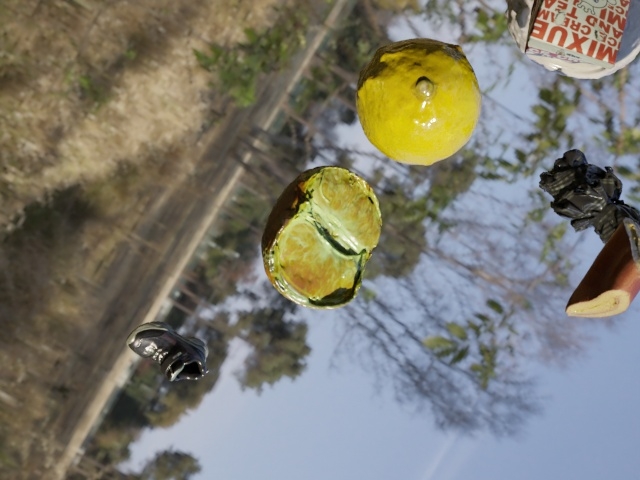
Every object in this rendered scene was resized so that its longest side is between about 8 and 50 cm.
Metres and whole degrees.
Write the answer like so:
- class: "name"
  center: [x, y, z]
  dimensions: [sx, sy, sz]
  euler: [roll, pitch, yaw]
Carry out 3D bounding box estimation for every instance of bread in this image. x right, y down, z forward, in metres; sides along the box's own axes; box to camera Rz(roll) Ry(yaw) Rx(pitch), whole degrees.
- class: "bread"
  center: [0.481, 0.060, 1.671]
  dimensions: [0.192, 0.067, 0.119]
  euler: [-55, -160, 4]

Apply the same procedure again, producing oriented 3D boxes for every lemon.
- class: "lemon"
  center: [0.175, -0.249, 1.855]
  dimensions: [0.233, 0.233, 0.288]
  euler: [-58, 180, 4]

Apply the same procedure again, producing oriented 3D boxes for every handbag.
- class: "handbag"
  center: [0.475, -0.411, 1.882]
  dimensions: [0.298, 0.171, 0.151]
  euler: [-69, 176, -54]

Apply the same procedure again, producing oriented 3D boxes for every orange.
- class: "orange"
  center: [-0.004, 0.002, 2.329]
  dimensions: [0.196, 0.262, 0.335]
  euler: [-35, -148, 54]

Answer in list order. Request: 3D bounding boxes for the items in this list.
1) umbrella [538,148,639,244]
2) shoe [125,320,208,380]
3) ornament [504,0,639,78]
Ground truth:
- class: "umbrella"
  center: [0.580, -0.037, 2.075]
  dimensions: [0.154, 0.337, 0.128]
  euler: [-23, 157, -25]
- class: "shoe"
  center: [-0.267, 0.212, 1.853]
  dimensions: [0.071, 0.169, 0.099]
  euler: [-51, -143, 20]
- class: "ornament"
  center: [0.582, -0.534, 2.277]
  dimensions: [0.337, 0.337, 0.337]
  euler: [-56, -169, 17]
